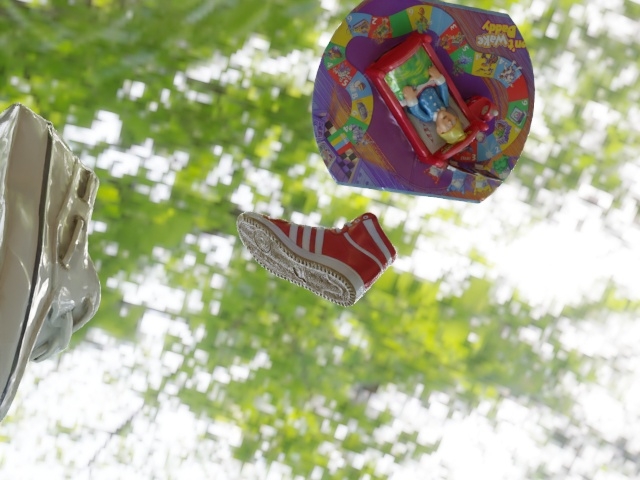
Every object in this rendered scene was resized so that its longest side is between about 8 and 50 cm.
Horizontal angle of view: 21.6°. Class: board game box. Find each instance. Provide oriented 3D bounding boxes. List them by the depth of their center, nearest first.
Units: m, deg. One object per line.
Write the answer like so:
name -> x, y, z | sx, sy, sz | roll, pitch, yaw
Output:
board game box -> 0.078, -0.093, 1.121 | 0.169, 0.133, 0.033 | 7, -172, -25

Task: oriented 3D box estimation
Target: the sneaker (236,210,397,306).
sneaker -> 0.000, 0.000, 1.207 | 0.118, 0.042, 0.067 | 30, -128, 30

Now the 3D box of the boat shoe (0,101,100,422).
boat shoe -> -0.171, 0.025, 0.959 | 0.088, 0.096, 0.267 | 35, -156, -25
